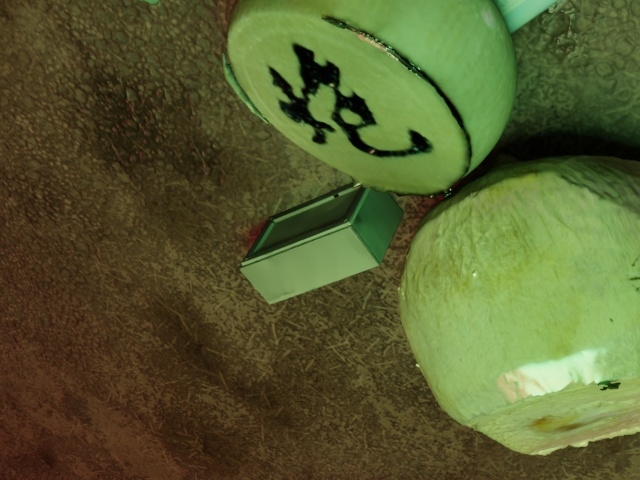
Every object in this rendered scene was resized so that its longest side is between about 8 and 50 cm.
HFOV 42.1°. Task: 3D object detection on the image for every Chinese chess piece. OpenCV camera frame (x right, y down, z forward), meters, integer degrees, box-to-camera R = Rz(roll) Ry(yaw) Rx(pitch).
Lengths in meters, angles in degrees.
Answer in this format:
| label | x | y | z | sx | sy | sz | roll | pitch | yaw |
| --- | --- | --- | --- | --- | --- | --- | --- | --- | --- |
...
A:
| label | x | y | z | sx | sy | sz | roll | pitch | yaw |
| --- | --- | --- | --- | --- | --- | --- | --- | --- | --- |
| Chinese chess piece | 0.055 | -0.200 | 0.980 | 0.349 | 0.146 | 0.349 | 26 | 160 | 11 |

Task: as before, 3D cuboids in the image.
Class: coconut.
| label | x | y | z | sx | sy | sz | roll | pitch | yaw |
| --- | --- | --- | --- | --- | --- | --- | --- | --- | --- |
| coconut | 0.281 | 0.058 | 1.045 | 0.404 | 0.405 | 0.405 | 13 | 132 | 15 |

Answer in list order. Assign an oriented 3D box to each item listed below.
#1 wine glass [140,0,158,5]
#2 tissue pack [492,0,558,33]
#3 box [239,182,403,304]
| label | x | y | z | sx | sy | sz | roll | pitch | yaw |
| --- | --- | --- | --- | --- | --- | --- | --- | --- | --- |
| wine glass | -0.135 | -0.434 | 0.901 | 0.323 | 0.238 | 0.238 | -17 | 120 | 47 |
| tissue pack | 0.218 | -0.343 | 0.910 | 0.177 | 0.089 | 0.263 | 43 | 130 | -18 |
| box | 0.000 | 0.000 | 1.272 | 0.225 | 0.129 | 0.086 | -21 | 117 | 36 |
